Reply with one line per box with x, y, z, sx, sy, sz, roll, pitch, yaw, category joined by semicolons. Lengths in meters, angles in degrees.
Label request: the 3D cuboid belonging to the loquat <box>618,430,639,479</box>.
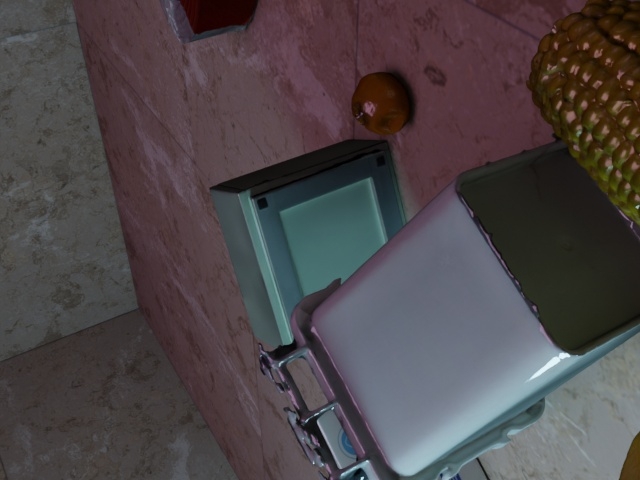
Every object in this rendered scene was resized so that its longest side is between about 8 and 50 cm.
0.331;0.222;0.582;0.187;0.176;0.234;57;163;-15;loquat

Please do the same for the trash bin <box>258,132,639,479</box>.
0.137;0.085;0.757;0.256;0.296;0.368;62;150;18;trash bin

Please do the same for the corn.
0.293;-0.024;0.498;0.387;0.144;0.144;59;155;34;corn

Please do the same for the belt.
-0.195;-0.463;1.208;0.227;0.115;0.324;49;151;40;belt

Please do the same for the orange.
0.070;-0.170;0.947;0.086;0.062;0.086;43;143;45;orange

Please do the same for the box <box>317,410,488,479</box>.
0.142;0.366;1.070;0.343;0.200;0.065;63;154;14;box

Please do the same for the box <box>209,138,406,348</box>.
0.000;0.000;1.036;0.117;0.225;0.225;15;123;62;box
